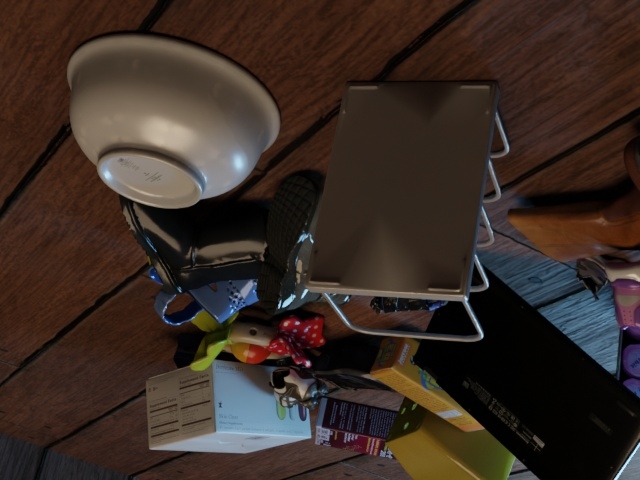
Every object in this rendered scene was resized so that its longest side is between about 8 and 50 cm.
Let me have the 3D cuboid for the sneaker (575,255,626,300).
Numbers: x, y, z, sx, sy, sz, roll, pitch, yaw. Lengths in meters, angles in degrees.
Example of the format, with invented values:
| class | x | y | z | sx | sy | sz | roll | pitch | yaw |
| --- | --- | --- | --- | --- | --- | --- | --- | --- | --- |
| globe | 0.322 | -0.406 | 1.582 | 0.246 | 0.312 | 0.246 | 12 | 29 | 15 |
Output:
| class | x | y | z | sx | sy | sz | roll | pitch | yaw |
| --- | --- | --- | --- | --- | --- | --- | --- | --- | --- |
| sneaker | 0.414 | 0.058 | 1.770 | 0.098 | 0.069 | 0.038 | 18 | 154 | -9 |

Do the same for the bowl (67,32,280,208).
| class | x | y | z | sx | sy | sz | roll | pitch | yaw |
| --- | --- | --- | --- | --- | --- | --- | --- | --- | --- |
| bowl | -0.209 | -0.133 | 1.602 | 0.298 | 0.134 | 0.298 | 10 | 154 | 5 |

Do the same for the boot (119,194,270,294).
| class | x | y | z | sx | sy | sz | roll | pitch | yaw |
| --- | --- | --- | --- | --- | --- | --- | --- | --- | --- |
| boot | -0.173 | -0.025 | 1.858 | 0.207 | 0.094 | 0.246 | -12 | 128 | 14 |

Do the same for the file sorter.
| class | x | y | z | sx | sy | sz | roll | pitch | yaw |
| --- | --- | --- | --- | --- | --- | --- | --- | --- | --- |
| file sorter | 0.120 | -0.034 | 1.493 | 0.193 | 0.277 | 0.173 | 3 | 157 | 20 |

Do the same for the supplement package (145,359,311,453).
| class | x | y | z | sx | sy | sz | roll | pitch | yaw |
| --- | --- | --- | --- | --- | --- | --- | --- | --- | --- |
| supplement package | -0.183 | 0.336 | 2.425 | 0.204 | 0.145 | 0.262 | -21 | 158 | 40 |

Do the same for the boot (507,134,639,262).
| class | x | y | z | sx | sy | sz | roll | pitch | yaw |
| --- | --- | --- | --- | --- | --- | --- | --- | --- | --- |
| boot | 0.372 | -0.051 | 1.589 | 0.280 | 0.096 | 0.264 | -2 | 159 | 43 |

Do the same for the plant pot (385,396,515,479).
| class | x | y | z | sx | sy | sz | roll | pitch | yaw |
| --- | --- | --- | --- | --- | --- | --- | --- | --- | --- |
| plant pot | 0.254 | 0.368 | 2.341 | 0.187 | 0.212 | 0.212 | 34 | 150 | -11 |

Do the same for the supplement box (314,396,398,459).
| class | x | y | z | sx | sy | sz | roll | pitch | yaw |
| --- | --- | --- | --- | --- | --- | --- | --- | --- | --- |
| supplement box | 0.111 | 0.415 | 2.632 | 0.240 | 0.073 | 0.130 | 10 | 154 | 4 |

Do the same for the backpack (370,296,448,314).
| class | x | y | z | sx | sy | sz | roll | pitch | yaw |
| --- | --- | --- | --- | --- | --- | --- | --- | --- | --- |
| backpack | 0.121 | 0.000 | 1.706 | 0.117 | 0.158 | 0.173 | -2 | 140 | 11 |

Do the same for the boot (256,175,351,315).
| class | x | y | z | sx | sy | sz | roll | pitch | yaw |
| --- | --- | --- | --- | --- | --- | --- | --- | --- | --- |
| boot | 0.000 | 0.000 | 1.825 | 0.161 | 0.083 | 0.246 | -10 | 131 | -35 |

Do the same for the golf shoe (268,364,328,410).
| class | x | y | z | sx | sy | sz | roll | pitch | yaw |
| --- | --- | --- | --- | --- | --- | --- | --- | --- | --- |
| golf shoe | -0.058 | 0.267 | 2.296 | 0.094 | 0.077 | 0.198 | 38 | 160 | -14 |

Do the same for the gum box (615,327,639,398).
| class | x | y | z | sx | sy | sz | roll | pitch | yaw |
| --- | --- | --- | --- | --- | --- | --- | --- | --- | --- |
| gum box | 0.492 | 0.199 | 1.880 | 0.062 | 0.188 | 0.107 | 5 | 153 | 13 |

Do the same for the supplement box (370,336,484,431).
| class | x | y | z | sx | sy | sz | roll | pitch | yaw |
| --- | --- | --- | --- | --- | --- | --- | --- | --- | --- |
| supplement box | 0.208 | 0.259 | 2.191 | 0.233 | 0.078 | 0.080 | 31 | 154 | -18 |

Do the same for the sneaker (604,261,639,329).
| class | x | y | z | sx | sy | sz | roll | pitch | yaw |
| --- | --- | --- | --- | --- | --- | --- | --- | --- | --- |
| sneaker | 0.475 | 0.084 | 1.688 | 0.095 | 0.104 | 0.236 | -4 | 175 | 43 |

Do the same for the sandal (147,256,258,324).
| class | x | y | z | sx | sy | sz | roll | pitch | yaw |
| --- | --- | --- | --- | --- | --- | --- | --- | --- | --- |
| sandal | -0.152 | 0.078 | 2.002 | 0.317 | 0.138 | 0.126 | -1 | 149 | 24 |

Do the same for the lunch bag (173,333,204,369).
| class | x | y | z | sx | sy | sz | roll | pitch | yaw |
| --- | --- | --- | --- | --- | --- | --- | --- | --- | --- |
| lunch bag | -0.257 | 0.234 | 2.443 | 0.067 | 0.065 | 0.098 | 8 | 154 | 11 |

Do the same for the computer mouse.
| class | x | y | z | sx | sy | sz | roll | pitch | yaw |
| --- | --- | --- | --- | --- | --- | --- | --- | --- | --- |
| computer mouse | 0.052 | 0.234 | 2.307 | 0.189 | 0.072 | 0.272 | 24 | 164 | -27 |

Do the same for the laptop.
| class | x | y | z | sx | sy | sz | roll | pitch | yaw |
| --- | --- | --- | --- | --- | --- | --- | --- | --- | --- |
| laptop | 0.371 | 0.237 | 1.969 | 0.382 | 0.236 | 0.408 | 42 | 137 | 25 |

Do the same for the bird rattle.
| class | x | y | z | sx | sy | sz | roll | pitch | yaw |
| --- | --- | --- | --- | --- | --- | --- | --- | --- | --- |
| bird rattle | -0.119 | 0.177 | 2.255 | 0.254 | 0.143 | 0.207 | 1 | 166 | -4 |
